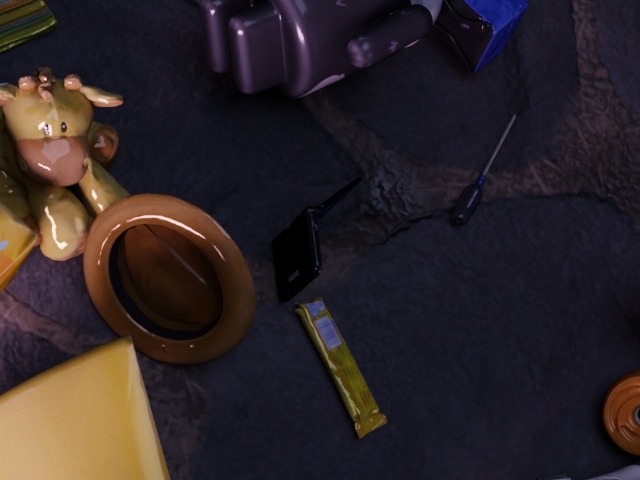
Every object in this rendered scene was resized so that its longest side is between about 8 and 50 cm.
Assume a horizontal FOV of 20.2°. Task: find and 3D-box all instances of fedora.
[{"bbox_3d":[-0.147,0.031,1.851,0.194,0.194,0.079,40,27,-3],"label":"fedora"}]

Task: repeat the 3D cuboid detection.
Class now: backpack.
[{"bbox_3d":[0.170,-0.272,2.088,0.120,0.098,0.101,43,53,12],"label":"backpack"}]

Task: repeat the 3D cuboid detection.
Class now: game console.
[{"bbox_3d":[0.000,0.000,1.912,0.071,0.122,0.107,-1,72,-20],"label":"game console"}]

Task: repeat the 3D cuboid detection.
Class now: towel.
[{"bbox_3d":[-0.383,-0.311,1.939,0.102,0.021,0.237,-28,82,-27],"label":"towel"}]

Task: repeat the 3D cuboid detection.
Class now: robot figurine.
[{"bbox_3d":[0.004,-0.264,1.977,0.278,0.173,0.209,-26,82,-24],"label":"robot figurine"}]

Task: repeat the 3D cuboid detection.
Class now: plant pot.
[{"bbox_3d":[-0.245,0.231,1.707,0.187,0.212,0.212,-14,77,-11],"label":"plant pot"}]

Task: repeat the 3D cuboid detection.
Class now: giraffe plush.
[{"bbox_3d":[-0.273,-0.099,1.820,0.181,0.170,0.210,-29,83,-26],"label":"giraffe plush"}]

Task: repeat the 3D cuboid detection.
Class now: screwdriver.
[{"bbox_3d":[0.195,-0.083,2.069,0.025,0.024,0.170,23,59,21],"label":"screwdriver"}]

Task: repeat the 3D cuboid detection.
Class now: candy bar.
[{"bbox_3d":[0.021,0.133,1.931,0.040,0.018,0.161,-23,80,-29],"label":"candy bar"}]

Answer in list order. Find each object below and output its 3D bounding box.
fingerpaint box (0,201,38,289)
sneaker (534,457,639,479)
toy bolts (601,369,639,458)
[{"bbox_3d":[-0.559,-0.011,1.691,0.445,0.163,0.371,43,64,-2],"label":"fingerpaint box"},{"bbox_3d":[0.244,0.296,1.890,0.146,0.122,0.330,27,34,28],"label":"sneaker"},{"bbox_3d":[0.425,0.136,2.042,0.218,0.158,0.229,-13,85,18],"label":"toy bolts"}]
